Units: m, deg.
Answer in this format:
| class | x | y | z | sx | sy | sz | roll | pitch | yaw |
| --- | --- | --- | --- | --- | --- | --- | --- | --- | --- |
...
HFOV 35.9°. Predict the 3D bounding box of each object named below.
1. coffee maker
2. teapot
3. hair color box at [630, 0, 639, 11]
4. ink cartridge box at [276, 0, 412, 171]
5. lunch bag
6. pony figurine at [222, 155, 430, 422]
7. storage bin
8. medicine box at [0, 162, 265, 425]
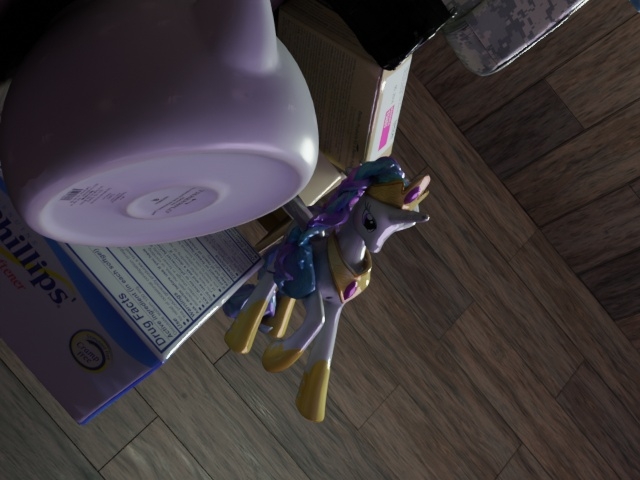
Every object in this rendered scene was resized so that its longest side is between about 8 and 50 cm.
| class | x | y | z | sx | sy | sz | roll | pitch | yaw |
| --- | --- | --- | --- | --- | --- | --- | --- | --- | --- |
| coffee maker | 0.066 | -0.303 | 1.170 | 0.120 | 0.178 | 0.171 | -41 | -174 | 9 |
| teapot | -0.131 | -0.112 | 0.757 | 0.256 | 0.187 | 0.252 | -14 | 165 | 3 |
| hair color box | 0.456 | -0.545 | 1.515 | 0.174 | 0.347 | 0.105 | -43 | -175 | -34 |
| ink cartridge box | 0.026 | -0.235 | 1.490 | 0.088 | 0.193 | 0.234 | -43 | 157 | -34 |
| lunch bag | 0.254 | -0.430 | 1.393 | 0.305 | 0.256 | 0.212 | -37 | -154 | 14 |
| pony figurine | 0.000 | 0.000 | 1.321 | 0.363 | 0.303 | 0.351 | -61 | -149 | 21 |
| storage bin | -0.126 | -0.128 | 1.597 | 0.123 | 0.262 | 0.260 | -44 | -175 | -26 |
| medicine box | -0.243 | 0.013 | 1.118 | 0.149 | 0.263 | 0.289 | -39 | -176 | 28 |
